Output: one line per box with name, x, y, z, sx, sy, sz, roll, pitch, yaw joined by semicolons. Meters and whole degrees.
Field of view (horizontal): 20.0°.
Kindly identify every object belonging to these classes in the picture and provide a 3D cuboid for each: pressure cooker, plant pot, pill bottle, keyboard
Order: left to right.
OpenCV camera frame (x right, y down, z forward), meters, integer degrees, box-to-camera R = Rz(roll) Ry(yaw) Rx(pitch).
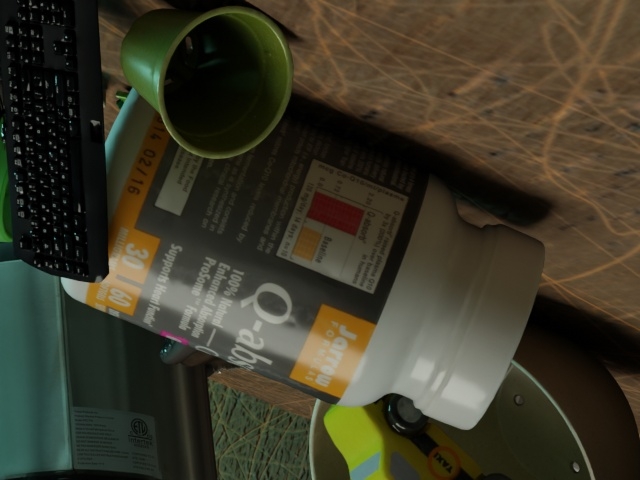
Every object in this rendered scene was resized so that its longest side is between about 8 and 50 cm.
keyboard;-0.172;-0.068;1.053;0.100;0.192;0.038;13;-156;31
pressure cooker;-0.292;0.167;1.922;0.376;0.420;0.370;-17;150;15
plant pot;-0.070;-0.095;0.996;0.083;0.083;0.079;29;180;-37
pill bottle;-0.010;0.010;1.153;0.278;0.162;0.162;22;170;-1
plant pot;0.159;0.181;1.537;0.284;0.284;0.191;15;-157;34

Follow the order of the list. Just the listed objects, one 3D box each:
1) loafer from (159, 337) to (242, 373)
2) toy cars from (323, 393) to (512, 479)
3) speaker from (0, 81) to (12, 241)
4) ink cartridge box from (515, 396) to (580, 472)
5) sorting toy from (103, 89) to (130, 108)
loafer;-0.056;0.066;1.627;0.130;0.133;0.366;23;170;-7
toy cars;0.037;0.113;1.335;0.176;0.087;0.393;14;139;41
speaker;-0.353;-0.097;1.403;0.297;0.131;0.131;19;170;12
ink cartridge box;0.181;0.195;2.020;0.261;0.066;0.296;11;166;41
sorting toy;-0.165;-0.104;1.269;0.083;0.012;0.062;8;-170;-9
